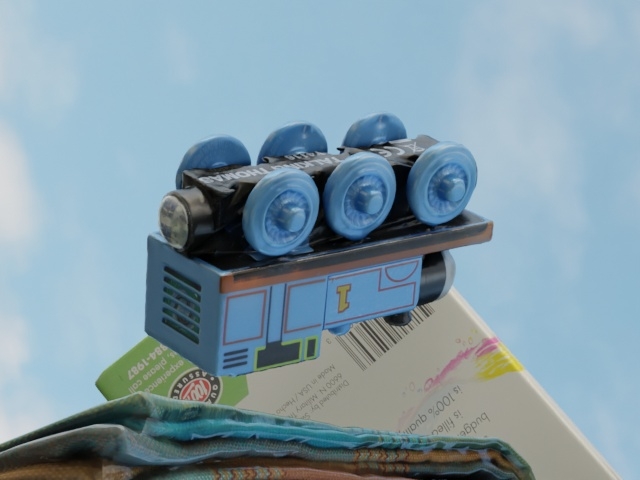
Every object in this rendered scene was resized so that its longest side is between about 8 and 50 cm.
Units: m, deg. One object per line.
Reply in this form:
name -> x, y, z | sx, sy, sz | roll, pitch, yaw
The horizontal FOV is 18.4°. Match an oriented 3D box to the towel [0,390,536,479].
towel -> -0.136, 0.133, 0.660 | 0.370, 0.271, 0.040 | -23, -108, 24

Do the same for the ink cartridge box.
ink cartridge box -> 0.057, 0.162, 1.200 | 0.353, 0.207, 0.119 | 50, -6, 13

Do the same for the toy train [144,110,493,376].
toy train -> 0.000, 0.000, 0.952 | 0.080, 0.184, 0.105 | 29, -59, 46
